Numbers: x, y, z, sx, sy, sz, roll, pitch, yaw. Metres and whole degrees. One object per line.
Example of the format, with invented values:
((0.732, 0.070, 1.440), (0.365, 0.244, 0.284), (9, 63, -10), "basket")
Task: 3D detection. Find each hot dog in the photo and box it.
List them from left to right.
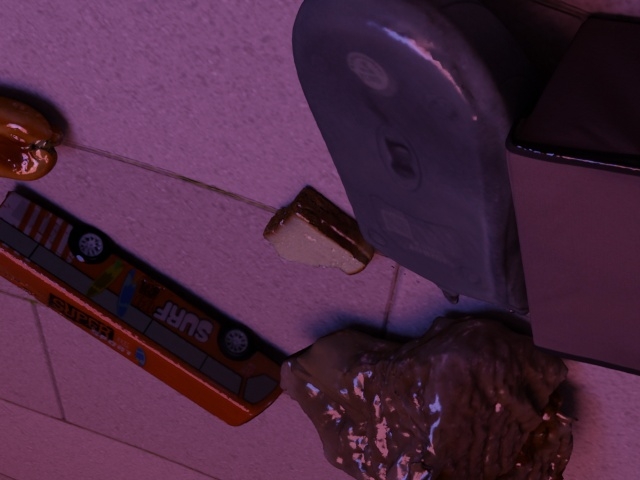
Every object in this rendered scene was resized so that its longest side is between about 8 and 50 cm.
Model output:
((-0.389, -0.127, 1.320), (0.250, 0.068, 0.100), (12, 132, 21), "hot dog")

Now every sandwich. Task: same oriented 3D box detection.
((0.000, 0.000, 1.228), (0.105, 0.035, 0.093), (33, 148, -10), "sandwich")

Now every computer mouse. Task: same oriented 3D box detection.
((0.097, -0.078, 0.953), (0.188, 0.122, 0.371), (27, 152, 31), "computer mouse")

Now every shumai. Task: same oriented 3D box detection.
((0.113, 0.188, 1.343), (0.283, 0.217, 0.346), (43, 151, 46), "shumai")

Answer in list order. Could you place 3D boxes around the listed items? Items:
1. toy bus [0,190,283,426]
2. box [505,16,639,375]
((-0.225, 0.087, 1.476), (0.409, 0.092, 0.093), (34, 151, -7), "toy bus")
((0.254, -0.024, 0.885), (0.188, 0.153, 0.252), (13, 146, 27), "box")
